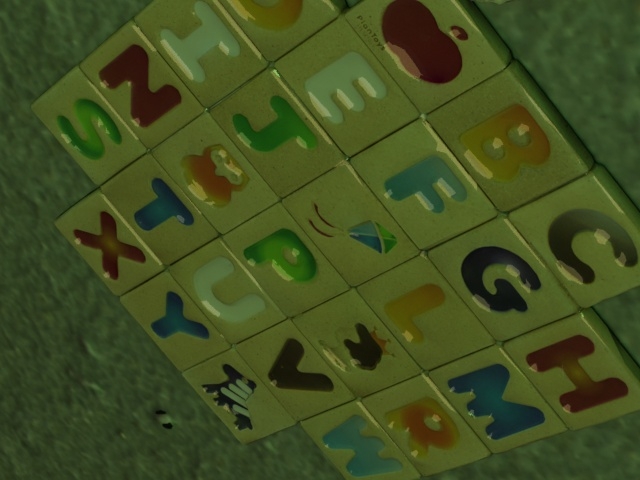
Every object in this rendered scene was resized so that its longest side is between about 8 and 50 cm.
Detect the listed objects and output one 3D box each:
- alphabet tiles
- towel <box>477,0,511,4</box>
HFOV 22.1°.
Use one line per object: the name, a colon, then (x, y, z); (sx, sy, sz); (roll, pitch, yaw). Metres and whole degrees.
alphabet tiles: (0.000, 0.000, 0.812); (0.285, 0.011, 0.342); (51, 140, -9)
towel: (-0.016, -0.218, 0.593); (0.187, 0.049, 0.282); (12, 129, 34)
